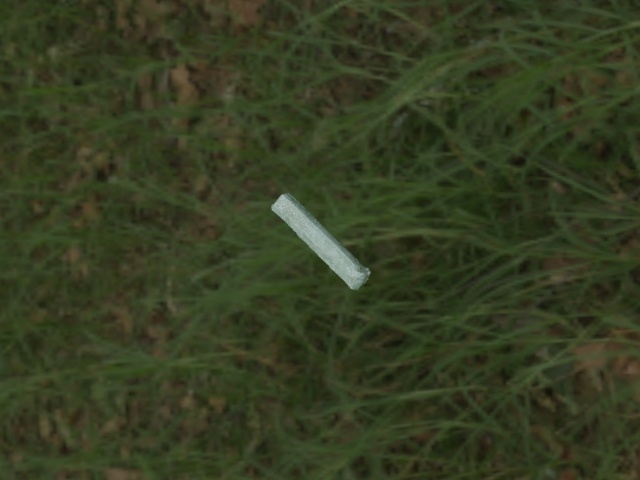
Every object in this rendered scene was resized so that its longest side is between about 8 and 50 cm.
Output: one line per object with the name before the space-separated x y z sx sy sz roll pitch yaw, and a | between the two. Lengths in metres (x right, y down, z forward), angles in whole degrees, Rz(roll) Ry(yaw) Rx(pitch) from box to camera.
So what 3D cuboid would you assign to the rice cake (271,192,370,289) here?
rice cake | 0.000 0.000 1.219 0.121 0.021 0.022 44 114 20
